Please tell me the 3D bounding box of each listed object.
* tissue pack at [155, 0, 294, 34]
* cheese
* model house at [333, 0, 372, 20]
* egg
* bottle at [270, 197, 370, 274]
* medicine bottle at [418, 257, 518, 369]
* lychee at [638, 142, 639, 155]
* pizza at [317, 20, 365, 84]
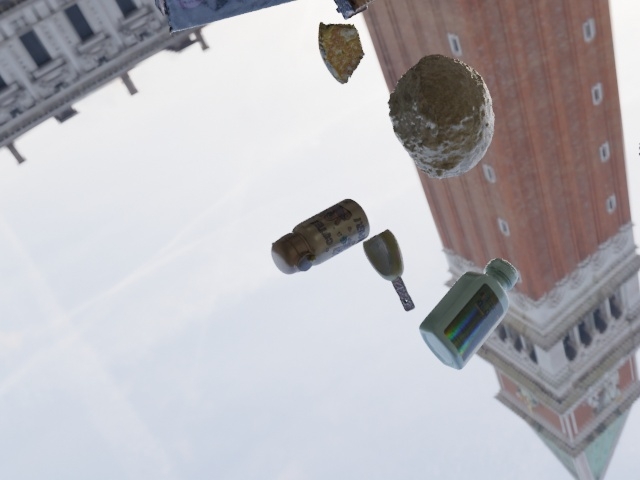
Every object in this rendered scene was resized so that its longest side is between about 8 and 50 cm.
[{"bbox_3d":[-0.169,-0.588,1.538,0.361,0.259,0.122,-18,-124,-14],"label":"tissue pack"},{"bbox_3d":[0.165,0.072,1.725,0.037,0.192,0.097,-21,172,-43],"label":"cheese"},{"bbox_3d":[0.100,-0.683,1.989,0.172,0.167,0.183,-28,-173,36],"label":"model house"},{"bbox_3d":[0.309,-0.315,1.924,0.279,0.311,0.279,-15,178,-1],"label":"egg"},{"bbox_3d":[0.000,0.000,1.552,0.209,0.097,0.110,-30,-142,-28],"label":"bottle"},{"bbox_3d":[0.301,0.134,1.501,0.229,0.121,0.083,-47,-153,-20],"label":"medicine bottle"},{"bbox_3d":[0.798,-0.227,1.606,0.271,0.271,0.271,-15,-141,13],"label":"lychee"},{"bbox_3d":[0.047,-0.440,1.749,0.099,0.160,0.036,-27,-141,-3],"label":"pizza"}]
